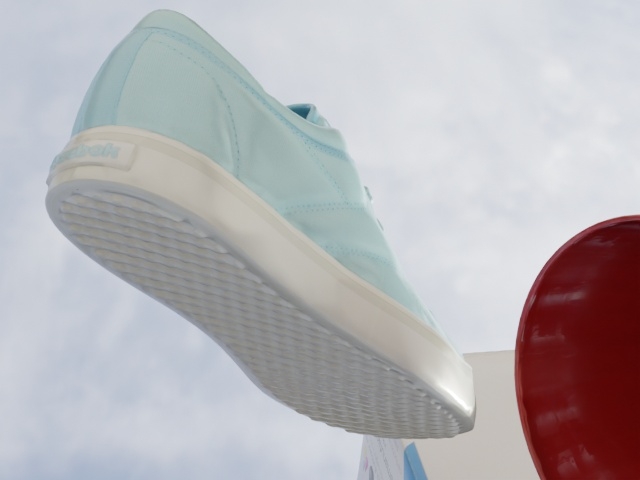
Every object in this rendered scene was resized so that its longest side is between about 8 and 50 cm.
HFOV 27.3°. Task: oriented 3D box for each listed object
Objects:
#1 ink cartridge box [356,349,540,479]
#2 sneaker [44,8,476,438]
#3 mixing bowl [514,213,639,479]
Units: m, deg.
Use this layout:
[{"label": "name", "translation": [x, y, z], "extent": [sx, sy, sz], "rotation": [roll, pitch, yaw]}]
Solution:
[{"label": "ink cartridge box", "translation": [0.141, 0.251, 1.036], "extent": [0.197, 0.270, 0.198], "rotation": [-3, -143, -13]}, {"label": "sneaker", "translation": [0.000, 0.000, 0.780], "extent": [0.135, 0.366, 0.150], "rotation": [-2, -121, 33]}, {"label": "mixing bowl", "translation": [0.188, 0.070, 0.606], "extent": [0.098, 0.181, 0.181], "rotation": [-12, -138, -35]}]
